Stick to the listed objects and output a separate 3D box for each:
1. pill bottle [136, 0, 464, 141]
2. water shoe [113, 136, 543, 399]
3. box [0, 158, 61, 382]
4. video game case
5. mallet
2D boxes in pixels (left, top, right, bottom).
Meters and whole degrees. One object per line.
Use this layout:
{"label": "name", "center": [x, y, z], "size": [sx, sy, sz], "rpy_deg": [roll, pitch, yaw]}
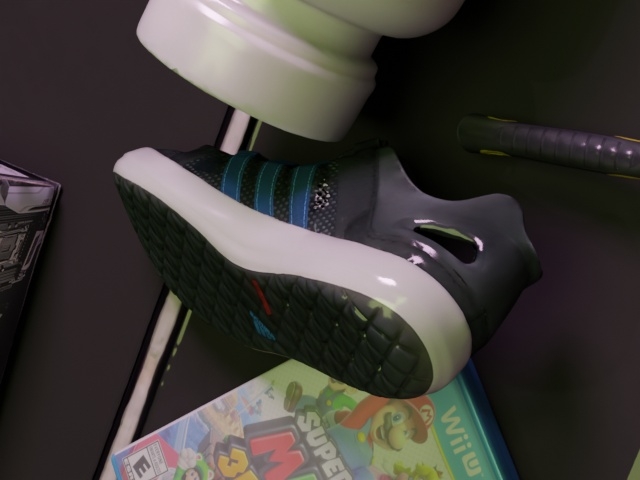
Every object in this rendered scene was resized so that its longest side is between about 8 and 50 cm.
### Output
{"label": "pill bottle", "center": [0.018, -0.146, 0.592], "size": [0.117, 0.117, 0.208], "rpy_deg": [37, 106, 29]}
{"label": "water shoe", "center": [0.000, 0.000, 0.632], "size": [0.203, 0.080, 0.073], "rpy_deg": [26, 144, 47]}
{"label": "box", "center": [-0.286, 0.039, 0.799], "size": [0.307, 0.076, 0.242], "rpy_deg": [21, 98, 32]}
{"label": "video game case", "center": [-0.001, 0.106, 0.647], "size": [0.166, 0.015, 0.119], "rpy_deg": [-29, 71, 27]}
{"label": "mallet", "center": [0.132, -0.022, 0.565], "size": [0.190, 0.062, 0.039], "rpy_deg": [14, 93, 47]}
